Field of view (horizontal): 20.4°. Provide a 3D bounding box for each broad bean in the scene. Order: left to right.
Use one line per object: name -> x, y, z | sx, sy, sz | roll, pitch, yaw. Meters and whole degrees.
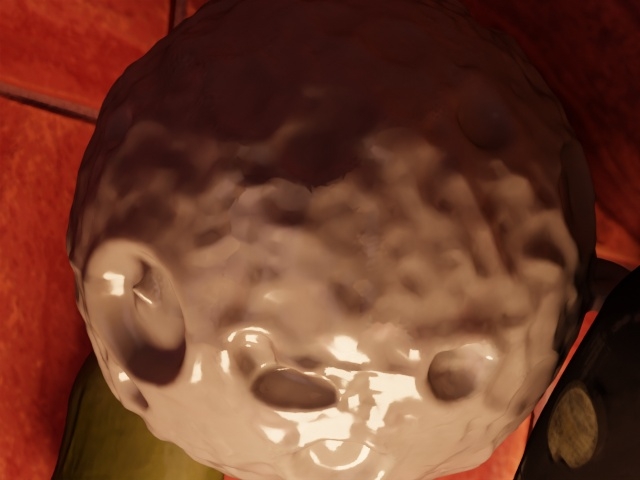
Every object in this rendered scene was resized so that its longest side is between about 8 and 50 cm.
broad bean -> -0.145, 0.188, 1.353 | 0.189, 0.121, 0.263 | 46, 133, 42

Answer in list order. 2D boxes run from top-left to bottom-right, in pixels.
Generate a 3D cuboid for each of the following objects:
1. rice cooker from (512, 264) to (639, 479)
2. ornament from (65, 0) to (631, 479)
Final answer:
rice cooker -> 0.257, 0.132, 1.048 | 0.267, 0.267, 0.224 | 39, 116, 18
ornament -> 0.000, 0.000, 1.118 | 0.337, 0.337, 0.337 | 8, 106, 30
